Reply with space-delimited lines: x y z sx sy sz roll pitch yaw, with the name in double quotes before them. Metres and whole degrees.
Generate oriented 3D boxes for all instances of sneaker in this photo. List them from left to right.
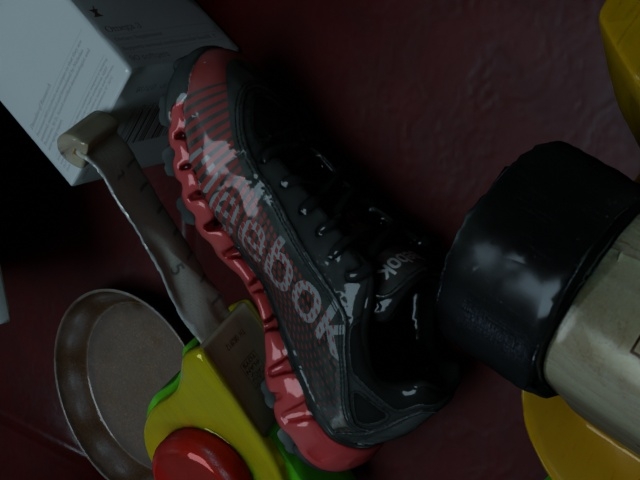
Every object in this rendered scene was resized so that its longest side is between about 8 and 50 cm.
"sneaker" 0.000 0.000 0.730 0.135 0.097 0.276 -23 90 42

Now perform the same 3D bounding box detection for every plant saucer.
"plant saucer" -0.137 0.114 0.924 0.168 0.029 0.168 14 113 36

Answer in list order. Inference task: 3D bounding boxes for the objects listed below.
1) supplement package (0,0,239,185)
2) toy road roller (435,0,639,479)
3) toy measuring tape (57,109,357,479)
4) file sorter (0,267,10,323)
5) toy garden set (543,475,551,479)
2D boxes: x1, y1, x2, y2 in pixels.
"supplement package" -0.162 -0.142 0.815 0.179 0.105 0.105 47 128 17
"toy road roller" 0.219 -0.006 0.517 0.202 0.240 0.329 33 85 28
"toy measuring tape" -0.090 0.078 0.788 0.121 0.121 0.330 -21 107 41
"file sorter" -0.365 -0.029 0.912 0.277 0.173 0.193 10 112 61
"toy garden set" 0.209 0.203 0.606 0.204 0.049 0.244 -44 64 -2
